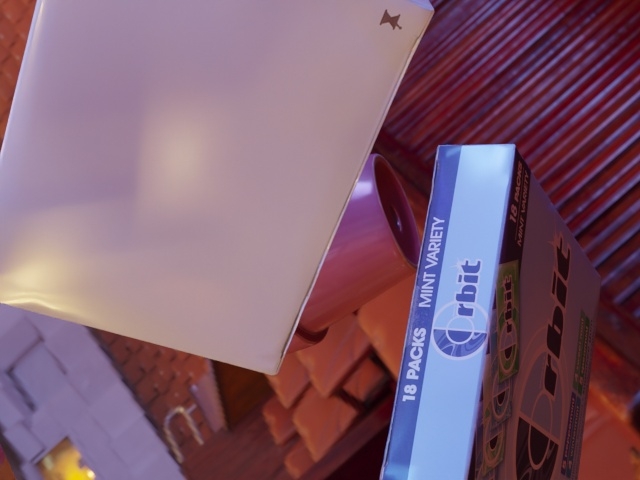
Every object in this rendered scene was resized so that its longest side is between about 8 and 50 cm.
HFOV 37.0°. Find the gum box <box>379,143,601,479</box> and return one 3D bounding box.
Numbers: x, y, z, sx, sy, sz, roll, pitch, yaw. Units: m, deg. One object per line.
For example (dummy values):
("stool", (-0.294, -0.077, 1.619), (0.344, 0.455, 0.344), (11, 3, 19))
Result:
("gum box", (0.095, 0.061, 0.480), (0.041, 0.157, 0.184), (2, 160, 30))

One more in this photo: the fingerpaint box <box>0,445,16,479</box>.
("fingerpaint box", (-0.292, 0.238, 0.220), (0.445, 0.371, 0.163), (-101, -1, -65))

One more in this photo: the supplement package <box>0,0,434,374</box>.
("supplement package", (-0.081, -0.079, 0.606), (0.204, 0.262, 0.145), (17, -154, -13))

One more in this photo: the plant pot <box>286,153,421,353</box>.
("plant pot", (0.000, 0.000, 0.995), (0.201, 0.180, 0.201), (55, -157, -37))
